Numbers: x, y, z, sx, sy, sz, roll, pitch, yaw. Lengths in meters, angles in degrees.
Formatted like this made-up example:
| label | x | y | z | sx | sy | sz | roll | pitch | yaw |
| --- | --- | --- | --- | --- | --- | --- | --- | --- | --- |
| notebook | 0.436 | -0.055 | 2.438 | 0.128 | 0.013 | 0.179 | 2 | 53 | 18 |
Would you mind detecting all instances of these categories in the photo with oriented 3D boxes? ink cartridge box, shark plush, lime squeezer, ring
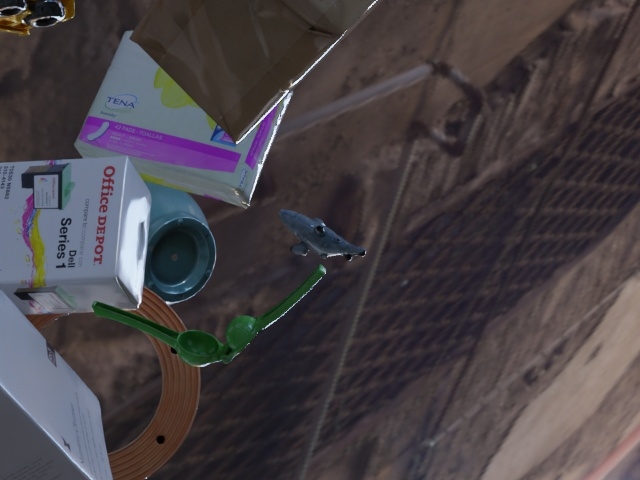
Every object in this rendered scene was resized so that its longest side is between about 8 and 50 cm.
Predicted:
| label | x | y | z | sx | sy | sz | roll | pitch | yaw |
| --- | --- | --- | --- | --- | --- | --- | --- | --- | --- |
| ink cartridge box | -0.399 | -0.005 | 1.728 | 0.278 | 0.201 | 0.117 | -3 | -27 | 7 |
| shark plush | 0.000 | 0.000 | 1.906 | 0.161 | 0.073 | 0.067 | 37 | -17 | 40 |
| lime squeezer | -0.127 | 0.102 | 1.513 | 0.310 | 0.059 | 0.110 | -10 | -81 | 16 |
| ring | -0.348 | 0.215 | 1.808 | 0.336 | 0.336 | 0.032 | 59 | -19 | -2 |

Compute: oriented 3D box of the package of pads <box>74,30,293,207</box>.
| label | x | y | z | sx | sy | sz | roll | pitch | yaw |
| --- | --- | --- | --- | --- | --- | --- | --- | --- | --- |
| package of pads | -0.213 | -0.199 | 1.885 | 0.296 | 0.229 | 0.101 | 15 | -18 | 18 |

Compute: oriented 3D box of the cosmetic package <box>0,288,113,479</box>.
| label | x | y | z | sx | sy | sz | roll | pitch | yaw |
| --- | --- | --- | --- | --- | --- | --- | --- | --- | --- |
| cosmetic package | -0.404 | 0.177 | 1.393 | 0.385 | 0.156 | 0.217 | 61 | 1 | -40 |

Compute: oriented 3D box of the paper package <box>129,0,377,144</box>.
| label | x | y | z | sx | sy | sz | roll | pitch | yaw |
| --- | --- | --- | --- | --- | --- | --- | --- | --- | --- |
| paper package | -0.004 | -0.300 | 1.252 | 0.168 | 0.325 | 0.309 | 45 | -29 | -5 |

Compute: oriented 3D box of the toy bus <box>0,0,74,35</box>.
| label | x | y | z | sx | sy | sz | roll | pitch | yaw |
| --- | --- | --- | --- | --- | --- | --- | --- | --- | --- |
| toy bus | -0.607 | -0.461 | 2.238 | 0.211 | 0.220 | 0.149 | -18 | -99 | 30 |

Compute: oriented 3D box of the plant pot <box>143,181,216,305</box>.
| label | x | y | z | sx | sy | sz | roll | pitch | yaw |
| --- | --- | --- | --- | --- | --- | --- | --- | --- | --- |
| plant pot | -0.332 | 0.015 | 2.384 | 0.196 | 0.293 | 0.293 | 19 | -52 | 47 |
